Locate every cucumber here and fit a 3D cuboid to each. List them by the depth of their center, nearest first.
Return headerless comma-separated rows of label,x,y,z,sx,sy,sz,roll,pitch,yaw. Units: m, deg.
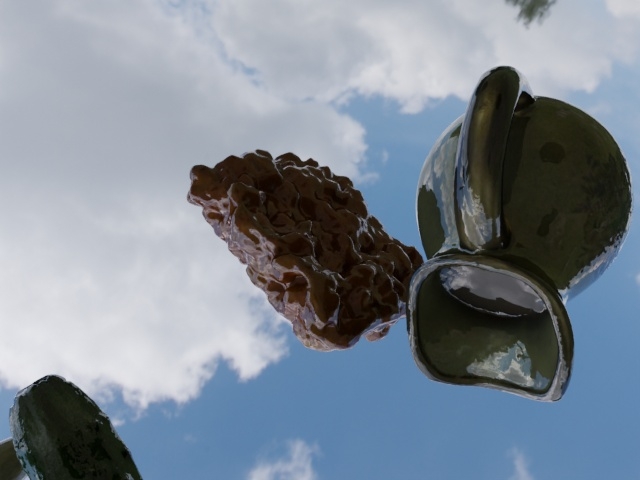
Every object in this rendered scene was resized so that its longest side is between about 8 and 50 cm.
cucumber,-0.420,0.362,1.124,0.325,0.145,0.105,54,-171,17

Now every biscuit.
biscuit,0.000,0.000,0.928,0.312,0.110,0.318,49,-148,16

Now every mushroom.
mushroom,-0.565,0.412,1.157,0.108,0.096,0.247,52,-125,-9

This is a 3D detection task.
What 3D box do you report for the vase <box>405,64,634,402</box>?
vase,0.198,-0.031,0.718,0.241,0.329,0.302,7,-128,29
